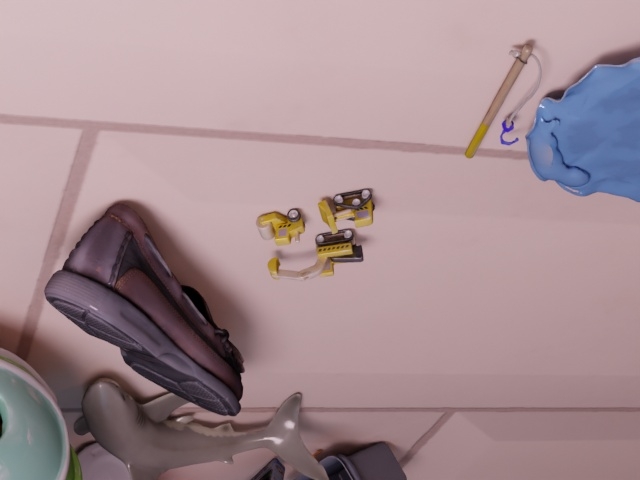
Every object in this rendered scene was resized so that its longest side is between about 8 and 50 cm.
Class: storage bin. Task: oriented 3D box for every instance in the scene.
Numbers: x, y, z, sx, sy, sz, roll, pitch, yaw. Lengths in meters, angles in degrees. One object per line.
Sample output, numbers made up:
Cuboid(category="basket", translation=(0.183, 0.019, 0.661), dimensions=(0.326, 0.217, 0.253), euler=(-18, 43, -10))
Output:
Cuboid(category="storage bin", translation=(0.029, 0.287, 1.603), dimensions=(0.091, 0.098, 0.135), euler=(-20, 164, -44))

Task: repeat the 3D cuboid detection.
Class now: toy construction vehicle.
Cuboid(category="toy construction vehicle", translation=(0.000, 0.000, 1.132), dimensions=(0.098, 0.035, 0.086), euler=(-10, 151, 1))

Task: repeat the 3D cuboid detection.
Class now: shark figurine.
Cuboid(category="shark figurine", translation=(-0.145, 0.225, 1.413), dimensions=(0.278, 0.116, 0.166), euler=(15, 144, -33))

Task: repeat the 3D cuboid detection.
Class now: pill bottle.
Cuboid(category="pill bottle", translation=(-0.264, 0.296, 1.517), dimensions=(0.094, 0.094, 0.169), euler=(10, 145, -30))

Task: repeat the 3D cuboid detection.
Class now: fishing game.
Cuboid(category="fishing game", translation=(0.250, -0.089, 1.047), dimensions=(0.264, 0.041, 0.189), euler=(4, 149, -7))

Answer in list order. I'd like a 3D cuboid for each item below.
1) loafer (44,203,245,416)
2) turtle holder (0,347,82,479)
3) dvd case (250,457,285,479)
Cuboid(category="loafer", translation=(-0.124, 0.068, 1.163), dimensions=(0.109, 0.095, 0.302), euler=(17, 164, 25))
Cuboid(category="turtle holder", translation=(-0.359, 0.212, 1.156), dimensions=(0.320, 0.243, 0.227), euler=(-34, 132, -30))
Cuboid(category="dvd case", translation=(-0.112, 0.328, 1.472), dimensions=(0.180, 0.022, 0.253), euler=(-44, -178, 3))
